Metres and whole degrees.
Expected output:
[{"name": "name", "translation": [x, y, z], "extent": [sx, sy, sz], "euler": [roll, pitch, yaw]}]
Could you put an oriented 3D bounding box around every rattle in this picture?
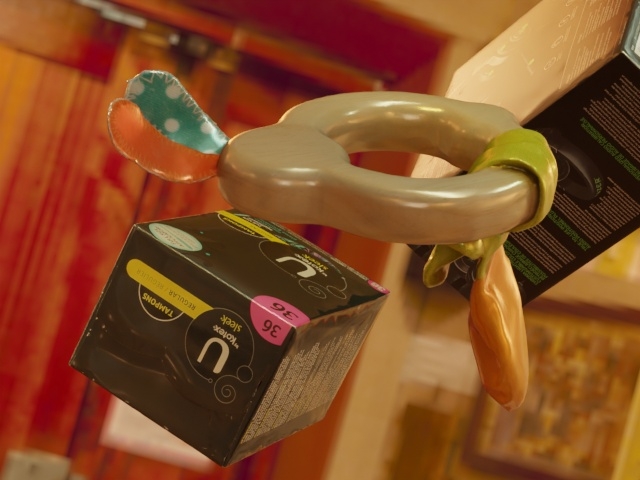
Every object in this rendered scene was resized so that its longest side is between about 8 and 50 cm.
[{"name": "rattle", "translation": [0.000, 0.000, 0.893], "extent": [0.200, 0.143, 0.130], "euler": [-5, 44, -15]}]

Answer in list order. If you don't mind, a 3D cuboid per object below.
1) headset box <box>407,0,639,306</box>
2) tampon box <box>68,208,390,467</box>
[{"name": "headset box", "translation": [0.204, -0.097, 1.585], "extent": [0.131, 0.246, 0.283], "euler": [42, -53, -14]}, {"name": "tampon box", "translation": [-0.053, 0.054, 1.207], "extent": [0.120, 0.101, 0.161], "euler": [31, 15, 16]}]
